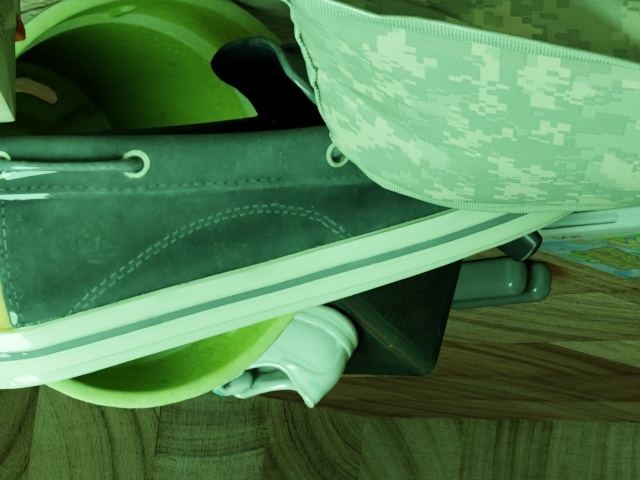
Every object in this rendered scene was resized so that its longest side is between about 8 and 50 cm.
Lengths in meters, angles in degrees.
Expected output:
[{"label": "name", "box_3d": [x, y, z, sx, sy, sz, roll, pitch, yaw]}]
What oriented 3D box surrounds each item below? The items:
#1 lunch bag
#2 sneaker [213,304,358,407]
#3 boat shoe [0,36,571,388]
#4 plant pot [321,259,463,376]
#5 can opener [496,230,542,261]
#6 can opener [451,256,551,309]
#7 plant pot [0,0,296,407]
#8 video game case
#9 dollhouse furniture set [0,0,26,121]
[{"label": "lunch bag", "box_3d": [0.126, -0.109, 0.736, 0.287, 0.169, 0.235, 0, 166, 6]}, {"label": "sneaker", "box_3d": [-0.080, 0.086, 1.291, 0.212, 0.094, 0.080, 10, 146, 27]}, {"label": "boat shoe", "box_3d": [0.001, -0.054, 0.946, 0.500, 0.156, 0.187, -17, -172, -22]}, {"label": "plant pot", "box_3d": [0.000, 0.000, 1.352, 0.187, 0.188, 0.167, -3, 152, 41]}, {"label": "can opener", "box_3d": [0.180, -0.040, 1.359, 0.073, 0.059, 0.186, 32, 158, 3]}, {"label": "can opener", "box_3d": [0.156, 0.079, 1.855, 0.076, 0.095, 0.283, 13, 167, -34]}, {"label": "plant pot", "box_3d": [-0.173, -0.041, 1.102, 0.276, 0.276, 0.254, 14, 179, -33]}, {"label": "video game case", "box_3d": [0.323, 0.004, 1.570, 0.212, 0.023, 0.193, 16, 165, -42]}, {"label": "dollhouse furniture set", "box_3d": [-0.294, -0.127, 0.820, 0.259, 0.135, 0.262, -5, 156, 2]}]
